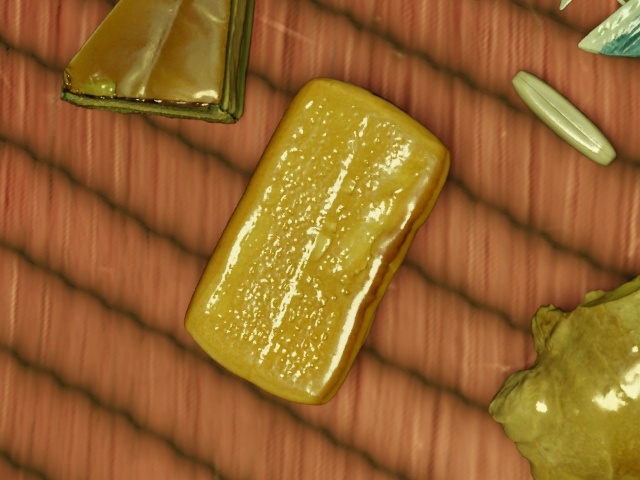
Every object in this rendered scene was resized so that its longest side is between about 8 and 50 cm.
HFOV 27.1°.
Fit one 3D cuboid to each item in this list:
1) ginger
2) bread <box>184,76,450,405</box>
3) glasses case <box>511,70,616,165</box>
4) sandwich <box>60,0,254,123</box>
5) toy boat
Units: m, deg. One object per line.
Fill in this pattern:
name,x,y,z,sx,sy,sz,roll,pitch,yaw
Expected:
ginger,0.210,0.085,0.798,0.216,0.102,0.157,-32,88,6
bread,0.000,0.000,0.855,0.116,0.077,0.200,27,92,10
glasses case,0.157,-0.079,0.856,0.083,0.032,0.021,43,98,11
sandwich,-0.105,-0.165,0.885,0.113,0.079,0.163,6,88,9
toy boat,0.199,-0.188,0.865,0.105,0.034,0.149,-20,70,11
